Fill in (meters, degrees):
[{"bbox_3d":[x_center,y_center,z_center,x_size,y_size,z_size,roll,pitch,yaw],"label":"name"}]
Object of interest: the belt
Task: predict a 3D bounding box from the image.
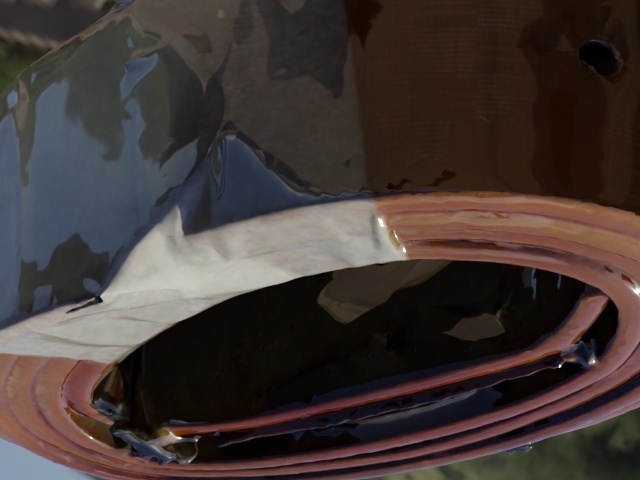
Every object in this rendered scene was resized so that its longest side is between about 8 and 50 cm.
[{"bbox_3d":[0.000,0.000,0.536,0.261,0.105,0.184,-14,150,36],"label":"belt"}]
